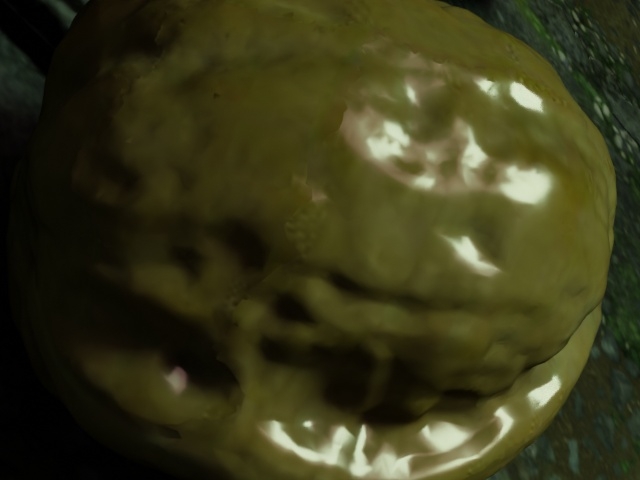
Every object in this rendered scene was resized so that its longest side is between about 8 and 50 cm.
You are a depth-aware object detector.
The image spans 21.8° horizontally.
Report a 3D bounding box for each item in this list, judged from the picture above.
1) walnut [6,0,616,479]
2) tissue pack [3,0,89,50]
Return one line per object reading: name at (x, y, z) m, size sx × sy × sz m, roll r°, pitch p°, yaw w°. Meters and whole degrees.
walnut at (0.000, 0.000, 0.687) m, size 0.257 × 0.224 × 0.257 m, roll 11°, pitch 52°, yaw -14°
tissue pack at (-0.137, -0.248, 0.826) m, size 0.361 × 0.122 × 0.259 m, roll 44°, pitch 33°, yaw -22°
